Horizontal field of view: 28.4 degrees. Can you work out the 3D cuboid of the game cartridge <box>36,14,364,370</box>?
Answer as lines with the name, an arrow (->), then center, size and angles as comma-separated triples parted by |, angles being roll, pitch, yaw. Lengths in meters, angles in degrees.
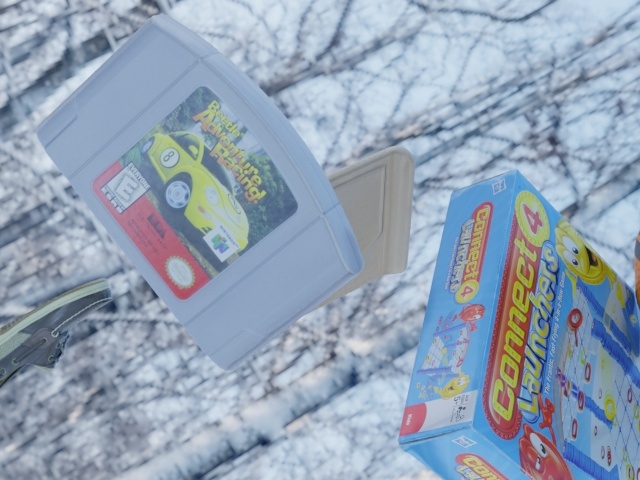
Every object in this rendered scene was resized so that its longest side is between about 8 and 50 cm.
game cartridge -> -0.105, -0.047, 1.148 | 0.196, 0.060, 0.294 | -39, -90, 20

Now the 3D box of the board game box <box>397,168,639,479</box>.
board game box -> 0.229, 0.139, 1.270 | 0.086, 0.308, 0.302 | -20, -49, 39

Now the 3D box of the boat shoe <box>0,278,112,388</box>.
boat shoe -> -0.337, 0.123, 1.497 | 0.073, 0.224, 0.080 | 60, 0, 2

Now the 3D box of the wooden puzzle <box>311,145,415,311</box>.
wooden puzzle -> 0.000, 0.000, 1.541 | 0.044, 0.239, 0.221 | 53, -25, 37

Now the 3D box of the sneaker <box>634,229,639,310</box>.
sneaker -> 0.392, -0.018, 1.282 | 0.180, 0.125, 0.321 | -100, -153, -71
